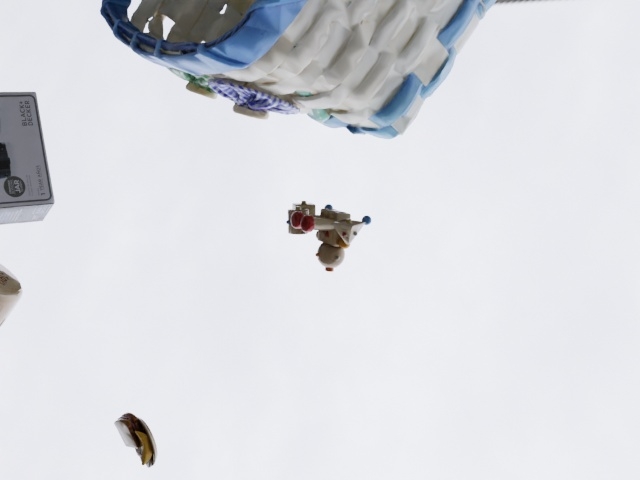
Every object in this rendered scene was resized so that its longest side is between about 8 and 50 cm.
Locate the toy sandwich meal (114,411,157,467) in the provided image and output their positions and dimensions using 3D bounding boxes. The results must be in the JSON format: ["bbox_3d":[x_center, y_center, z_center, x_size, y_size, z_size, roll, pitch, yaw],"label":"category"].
[{"bbox_3d":[-0.261,0.285,1.186,0.085,0.029,0.086,28,-53,44],"label":"toy sandwich meal"}]

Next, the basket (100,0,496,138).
[{"bbox_3d":[-0.049,-0.192,0.480,0.201,0.289,0.255,-53,-146,-4],"label":"basket"}]

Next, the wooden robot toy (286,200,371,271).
[{"bbox_3d":[0.000,0.000,1.049,0.173,0.076,0.079,20,-68,58],"label":"wooden robot toy"}]

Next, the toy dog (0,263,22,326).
[{"bbox_3d":[-0.369,0.044,0.577,0.161,0.334,0.220,32,-106,25],"label":"toy dog"}]

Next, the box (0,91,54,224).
[{"bbox_3d":[-0.514,-0.102,1.094,0.087,0.290,0.169,-28,-107,57],"label":"box"}]
